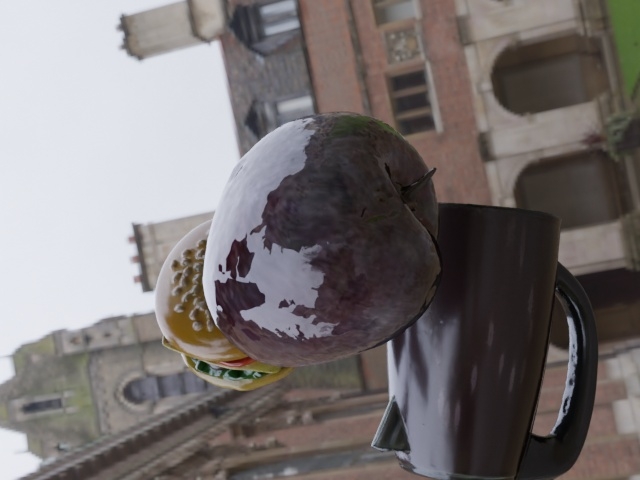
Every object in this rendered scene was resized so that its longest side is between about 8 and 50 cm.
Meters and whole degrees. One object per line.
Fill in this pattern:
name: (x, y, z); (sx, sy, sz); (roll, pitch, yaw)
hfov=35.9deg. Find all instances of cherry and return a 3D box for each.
cherry: (-0.001, -0.002, 0.631); (0.140, 0.176, 0.176); (45, -148, -31)

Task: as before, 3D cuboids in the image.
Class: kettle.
kettle: (0.143, 0.092, 0.849); (0.144, 0.202, 0.232); (180, 95, -67)

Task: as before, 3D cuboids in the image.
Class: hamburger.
hamburger: (-0.072, 0.056, 0.900); (0.115, 0.162, 0.162); (58, -154, -56)
